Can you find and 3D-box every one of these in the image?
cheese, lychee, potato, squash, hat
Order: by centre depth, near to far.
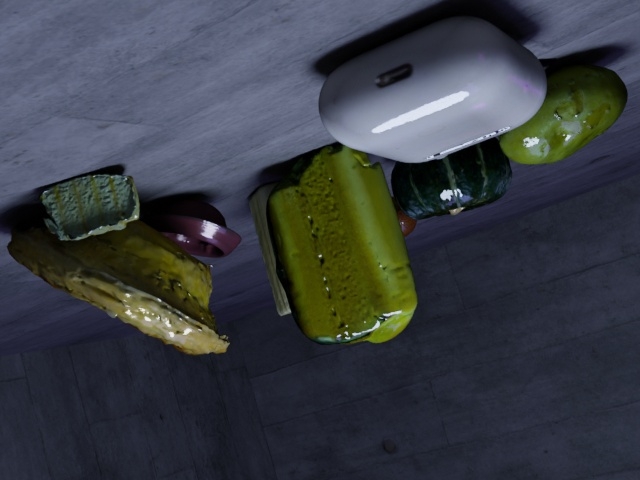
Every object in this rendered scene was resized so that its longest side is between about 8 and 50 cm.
[{"bbox_3d":[0.432,-0.233,1.848,0.253,0.148,0.186,-28,158,-17],"label":"potato"},{"bbox_3d":[-0.254,-0.032,2.025,0.205,0.089,0.205,11,165,3],"label":"hat"},{"bbox_3d":[0.270,-0.134,2.139,0.252,0.165,0.252,-19,173,-3],"label":"squash"},{"bbox_3d":[0.000,0.000,2.159,0.242,0.266,0.124,-13,173,-22],"label":"cheese"},{"bbox_3d":[0.202,-0.061,2.678,0.101,0.114,0.140,23,153,14],"label":"lychee"}]

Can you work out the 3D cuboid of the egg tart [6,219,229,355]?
[{"bbox_3d":[-0.341,0.059,1.863,0.443,0.178,0.443,28,172,4],"label":"egg tart"}]

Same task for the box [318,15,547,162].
[{"bbox_3d":[0.174,-0.216,1.527,0.288,0.141,0.349,-21,170,24],"label":"box"}]

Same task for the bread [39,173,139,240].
[{"bbox_3d":[-0.374,-0.059,1.699,0.156,0.103,0.110,-9,-176,1],"label":"bread"}]

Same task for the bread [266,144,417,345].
[{"bbox_3d":[0.043,0.023,1.983,0.251,0.377,0.208,-19,168,12],"label":"bread"}]

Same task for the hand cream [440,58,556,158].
[{"bbox_3d":[0.281,-0.240,1.881,0.121,0.076,0.336,-16,167,-38],"label":"hand cream"}]
